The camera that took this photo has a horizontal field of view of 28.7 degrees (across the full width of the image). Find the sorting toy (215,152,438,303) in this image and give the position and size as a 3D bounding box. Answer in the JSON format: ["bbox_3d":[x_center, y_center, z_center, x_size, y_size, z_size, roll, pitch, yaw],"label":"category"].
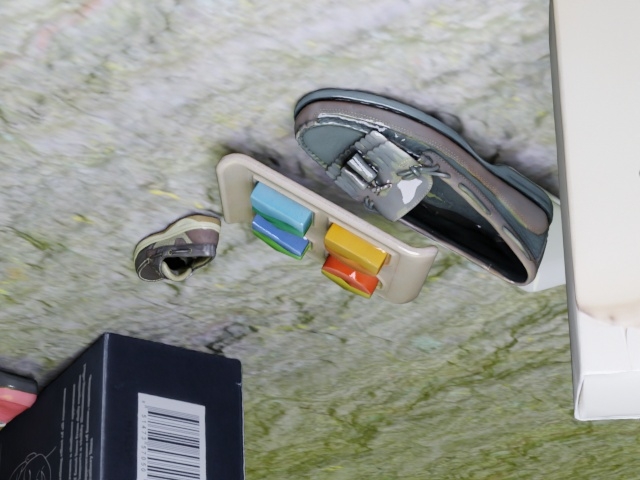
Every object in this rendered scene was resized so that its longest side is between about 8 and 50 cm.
[{"bbox_3d":[0.000,0.000,1.166,0.208,0.038,0.193,25,165,5],"label":"sorting toy"}]

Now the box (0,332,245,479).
[{"bbox_3d":[-0.286,0.349,1.695,0.212,0.293,0.395,16,145,-31],"label":"box"}]

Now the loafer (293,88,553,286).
[{"bbox_3d":[0.094,-0.043,1.086,0.267,0.084,0.096,24,145,-23],"label":"loafer"}]

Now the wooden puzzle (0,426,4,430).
[{"bbox_3d":[-0.375,0.302,1.953,0.239,0.044,0.221,-7,154,4],"label":"wooden puzzle"}]

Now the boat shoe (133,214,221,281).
[{"bbox_3d":[-0.154,0.019,1.309,0.056,0.049,0.152,14,153,-28],"label":"boat shoe"}]

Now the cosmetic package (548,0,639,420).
[{"bbox_3d":[0.245,-0.041,0.862,0.160,0.309,0.113,-4,155,8],"label":"cosmetic package"}]

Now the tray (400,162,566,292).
[{"bbox_3d":[0.201,-0.014,1.259,0.145,0.030,0.270,-18,150,36],"label":"tray"}]

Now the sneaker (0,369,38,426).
[{"bbox_3d":[-0.500,0.265,1.751,0.314,0.136,0.116,-21,149,38],"label":"sneaker"}]
